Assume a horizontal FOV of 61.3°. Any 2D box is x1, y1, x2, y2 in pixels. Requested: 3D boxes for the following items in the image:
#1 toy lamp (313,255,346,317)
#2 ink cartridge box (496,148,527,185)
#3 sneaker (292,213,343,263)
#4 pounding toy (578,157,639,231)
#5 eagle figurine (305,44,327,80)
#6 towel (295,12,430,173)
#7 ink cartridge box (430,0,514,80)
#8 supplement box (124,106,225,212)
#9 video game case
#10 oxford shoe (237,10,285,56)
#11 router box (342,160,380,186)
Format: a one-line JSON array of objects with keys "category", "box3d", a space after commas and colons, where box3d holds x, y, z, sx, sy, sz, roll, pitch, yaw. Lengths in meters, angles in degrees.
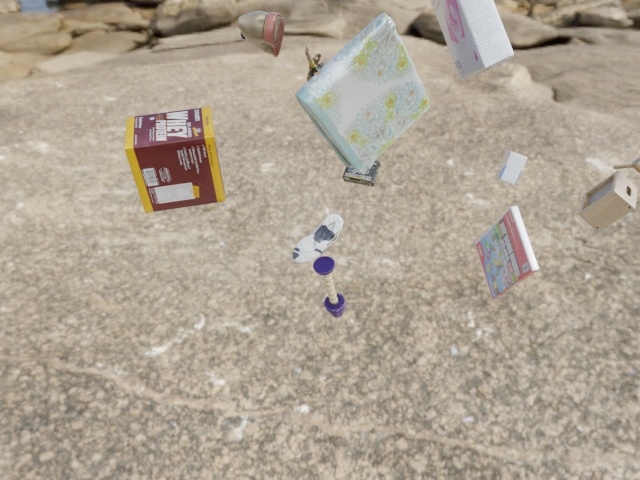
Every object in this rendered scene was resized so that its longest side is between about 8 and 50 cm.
[{"category": "toy lamp", "box3d": [0.036, 0.164, 1.790, 0.080, 0.274, 0.080, -6, 50, 7]}, {"category": "ink cartridge box", "box3d": [0.570, -0.221, 1.619, 0.052, 0.088, 0.122, 22, 16, 8]}, {"category": "sneaker", "box3d": [0.000, 0.000, 2.042, 0.094, 0.235, 0.153, 39, 3, 11]}, {"category": "pounding toy", "box3d": [0.889, -0.148, 1.593, 0.094, 0.206, 0.181, 41, 46, -1]}, {"category": "eagle figurine", "box3d": [0.023, -0.645, 2.307, 0.226, 0.225, 0.298, 11, 41, -54]}, {"category": "towel", "box3d": [0.134, -0.398, 1.541, 0.320, 0.374, 0.090, -45, 50, 0]}, {"category": "ink cartridge box", "box3d": [0.285, -0.510, 1.136, 0.071, 0.330, 0.324, -24, 8, 11]}, {"category": "supplement box", "box3d": [-0.336, -0.190, 1.273, 0.194, 0.191, 0.129, -9, 45, -8]}, {"category": "video game case", "box3d": [0.568, 0.044, 1.671, 0.025, 0.285, 0.204, -8, 69, -10]}, {"category": "oxford shoe", "box3d": [-0.190, -0.683, 1.759, 0.130, 0.123, 0.348, 11, 7, -2]}, {"category": "router box", "box3d": [0.153, -0.256, 2.003, 0.122, 0.038, 0.092, 13, 68, 20]}]
